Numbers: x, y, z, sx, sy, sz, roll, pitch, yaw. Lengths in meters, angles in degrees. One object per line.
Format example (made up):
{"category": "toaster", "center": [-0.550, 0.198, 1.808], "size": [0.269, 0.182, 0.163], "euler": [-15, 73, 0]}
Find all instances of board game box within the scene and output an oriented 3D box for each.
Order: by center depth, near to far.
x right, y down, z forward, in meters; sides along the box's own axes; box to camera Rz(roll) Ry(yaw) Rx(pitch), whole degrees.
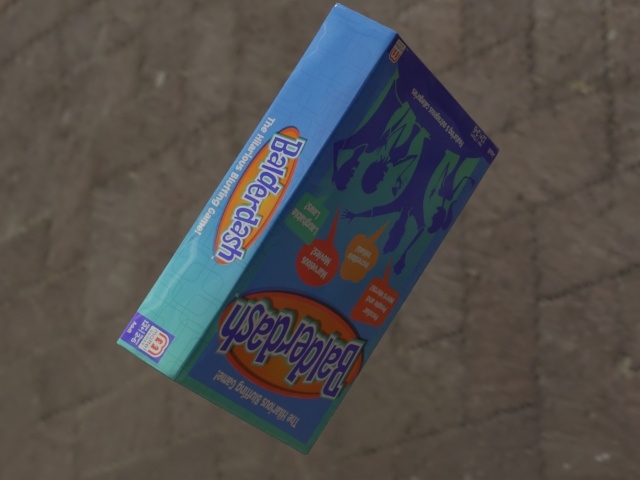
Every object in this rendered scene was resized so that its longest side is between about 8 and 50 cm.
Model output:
{"category": "board game box", "center": [0.000, 0.000, 1.005], "size": [0.047, 0.160, 0.210], "euler": [31, 86, 32]}
